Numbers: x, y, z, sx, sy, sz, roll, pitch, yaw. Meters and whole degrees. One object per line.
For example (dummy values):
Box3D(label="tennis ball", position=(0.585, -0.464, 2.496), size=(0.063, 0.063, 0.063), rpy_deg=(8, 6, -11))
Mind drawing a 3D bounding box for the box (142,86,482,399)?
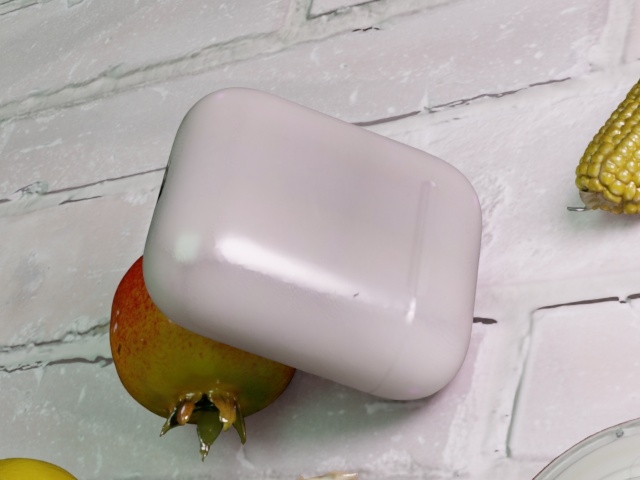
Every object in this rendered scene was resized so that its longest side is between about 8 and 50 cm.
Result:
Box3D(label="box", position=(-0.001, 0.001, 1.382), size=(0.141, 0.349, 0.289), rpy_deg=(126, 159, -51))

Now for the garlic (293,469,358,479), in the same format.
Box3D(label="garlic", position=(-0.077, 0.365, 1.201), size=(0.286, 0.249, 0.313), rpy_deg=(6, 41, 14))

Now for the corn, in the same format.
Box3D(label="corn", position=(0.368, -0.140, 1.367), size=(0.310, 0.101, 0.101), rpy_deg=(-49, 40, -9))

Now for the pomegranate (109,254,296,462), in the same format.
Box3D(label="pomegranate", position=(-0.125, 0.112, 1.473), size=(0.221, 0.221, 0.257), rpy_deg=(-25, 50, 21))

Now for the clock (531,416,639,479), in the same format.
Box3D(label="clock", position=(0.272, 0.283, 1.095), size=(0.318, 0.080, 0.318), rpy_deg=(-21, 45, 23))

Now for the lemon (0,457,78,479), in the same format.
Box3D(label="lemon", position=(-0.338, 0.330, 1.483), size=(0.203, 0.178, 0.178), rpy_deg=(-8, 52, 33))
